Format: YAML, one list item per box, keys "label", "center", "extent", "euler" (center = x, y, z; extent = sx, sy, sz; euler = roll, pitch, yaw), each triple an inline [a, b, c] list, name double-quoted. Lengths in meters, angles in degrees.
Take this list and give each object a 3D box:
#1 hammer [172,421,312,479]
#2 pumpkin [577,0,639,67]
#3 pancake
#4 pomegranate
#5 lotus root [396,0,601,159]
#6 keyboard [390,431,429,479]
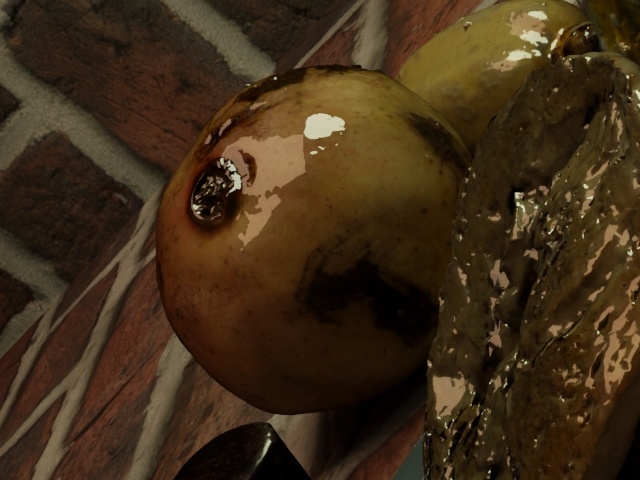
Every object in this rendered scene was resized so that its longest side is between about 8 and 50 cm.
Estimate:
- label: "hammer"
  center: [0.111, 0.190, 0.998]
  extent: [0.409, 0.242, 0.095]
  euler: [-17, 30, 43]
- label: "pumpkin"
  center: [0.287, -0.174, 1.221]
  extent: [0.197, 0.293, 0.263]
  euler: [-24, 20, -3]
- label: "pancake"
  center: [0.151, 0.058, 1.237]
  extent: [0.387, 0.082, 0.386]
  euler: [-166, 90, -78]
- label: "pomegranate"
  center: [0.000, 0.000, 1.683]
  extent: [0.322, 0.322, 0.322]
  euler: [-47, 13, 14]
- label: "lotus root"
  center: [0.181, -0.140, 1.770]
  extent: [0.343, 0.151, 0.169]
  euler: [-21, 44, 57]
- label: "keyboard"
  center: [0.053, 0.219, 1.473]
  extent: [0.176, 0.014, 0.055]
  euler: [-53, 14, -15]
